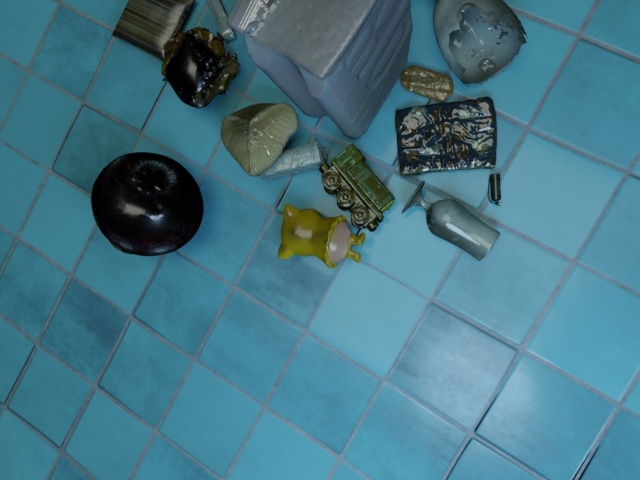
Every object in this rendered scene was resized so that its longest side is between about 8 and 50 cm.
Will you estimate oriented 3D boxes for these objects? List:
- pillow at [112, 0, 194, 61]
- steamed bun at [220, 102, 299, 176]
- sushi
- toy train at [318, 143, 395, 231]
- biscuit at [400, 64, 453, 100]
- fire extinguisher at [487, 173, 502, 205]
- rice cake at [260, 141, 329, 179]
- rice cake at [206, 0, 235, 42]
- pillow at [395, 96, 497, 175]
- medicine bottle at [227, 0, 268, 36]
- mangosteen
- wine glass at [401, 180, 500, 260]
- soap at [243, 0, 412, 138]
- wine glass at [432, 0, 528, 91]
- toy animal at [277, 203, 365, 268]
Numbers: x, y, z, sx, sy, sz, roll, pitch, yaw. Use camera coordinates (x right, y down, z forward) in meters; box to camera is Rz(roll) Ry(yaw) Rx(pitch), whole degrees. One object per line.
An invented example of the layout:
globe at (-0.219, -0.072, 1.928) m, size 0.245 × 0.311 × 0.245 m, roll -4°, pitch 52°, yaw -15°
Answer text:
pillow at (-0.511, -0.680, 1.499) m, size 0.208 × 0.052 × 0.212 m, roll 29°, pitch 97°, yaw 11°
steamed bun at (-0.169, -0.311, 1.340) m, size 0.212 × 0.110 × 0.231 m, roll -37°, pitch 58°, yaw -5°
sushi at (-0.355, -0.500, 1.389) m, size 0.204 × 0.213 × 0.200 m, roll 43°, pitch 75°, yaw -1°
toy train at (0.100, -0.135, 1.299) m, size 0.137 × 0.090 × 0.225 m, roll -39°, pitch 83°, yaw -2°
biscuit at (0.282, -0.417, 1.299) m, size 0.147 × 0.018 × 0.071 m, roll 24°, pitch 92°, yaw 13°
fire extinguisher at (0.441, -0.126, 1.243) m, size 0.038 × 0.025 × 0.083 m, roll -7°, pitch 84°, yaw 52°
rice cake at (-0.079, -0.218, 1.360) m, size 0.207 × 0.063 × 0.069 m, roll -8°, pitch 78°, yaw 15°
rice cake at (-0.307, -0.686, 1.455) m, size 0.043 × 0.034 × 0.210 m, roll -27°, pitch 81°, yaw 15°
pillow at (0.325, -0.270, 1.277) m, size 0.256 × 0.034 × 0.188 m, roll -4°, pitch 85°, yaw 16°
medicine bottle at (-0.082, -0.700, 1.298) m, size 0.242 × 0.242 × 0.395 m, roll 33°, pitch 103°, yaw 14°
mangosteen at (-0.473, -0.086, 1.360) m, size 0.300 × 0.300 × 0.300 m, roll -1°, pitch 87°, yaw 14°
wine glass at (0.326, -0.047, 1.230) m, size 0.231 × 0.103 × 0.103 m, roll 35°, pitch 96°, yaw 9°
soap at (0.054, -0.467, 1.152) m, size 0.213 × 0.435 × 0.350 m, roll 31°, pitch 92°, yaw 14°
wine glass at (0.349, -0.561, 1.208) m, size 0.190 × 0.190 × 0.357 m, roll -29°, pitch 76°, yaw 11°
toy animal at (0.000, -0.005, 1.288) m, size 0.230 × 0.156 × 0.156 m, roll 11°, pitch 90°, yaw 17°
